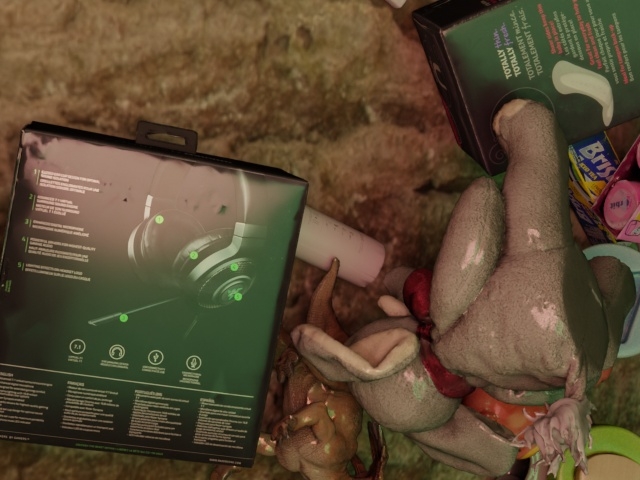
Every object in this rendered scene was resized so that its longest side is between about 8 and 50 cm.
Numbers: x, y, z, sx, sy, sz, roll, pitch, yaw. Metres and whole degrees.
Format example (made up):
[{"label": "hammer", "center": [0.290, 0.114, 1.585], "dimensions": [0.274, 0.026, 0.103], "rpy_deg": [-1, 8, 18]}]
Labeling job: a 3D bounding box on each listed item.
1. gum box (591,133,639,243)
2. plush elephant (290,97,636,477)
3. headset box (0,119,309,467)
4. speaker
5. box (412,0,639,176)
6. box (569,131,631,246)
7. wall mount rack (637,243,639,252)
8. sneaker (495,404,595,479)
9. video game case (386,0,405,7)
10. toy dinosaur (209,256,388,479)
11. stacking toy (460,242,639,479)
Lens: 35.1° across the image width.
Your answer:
[{"label": "gum box", "center": [0.400, -0.083, 1.112], "dimensions": [0.107, 0.062, 0.188], "rpy_deg": [11, 122, -28]}, {"label": "plush elephant", "center": [0.134, 0.086, 0.956], "dimensions": [0.272, 0.255, 0.330], "rpy_deg": [52, 39, -35]}, {"label": "headset box", "center": [-0.161, 0.037, 0.903], "dimensions": [0.246, 0.131, 0.283], "rpy_deg": [9, 97, -15]}, {"label": "speaker", "center": [0.000, 0.000, 1.042], "dimensions": [0.136, 0.055, 0.055], "rpy_deg": [25, 89, -28]}, {"label": "box", "center": [0.254, -0.202, 1.033], "dimensions": [0.270, 0.143, 0.165], "rpy_deg": [-22, 111, 1]}, {"label": "box", "center": [0.320, -0.068, 1.185], "dimensions": [0.059, 0.054, 0.169], "rpy_deg": [-41, 116, -14]}, {"label": "wall mount rack", "center": [0.553, 0.016, 1.285], "dimensions": [0.350, 0.130, 0.304], "rpy_deg": [31, 51, -29]}, {"label": "sneaker", "center": [0.267, 0.321, 1.228], "dimensions": [0.121, 0.099, 0.262], "rpy_deg": [-10, 97, -16]}, {"label": "video game case", "center": [0.063, -0.340, 1.022], "dimensions": [0.157, 0.019, 0.143], "rpy_deg": [35, 84, -28]}, {"label": "toy dinosaur", "center": [0.010, 0.173, 1.054], "dimensions": [0.200, 0.127, 0.295], "rpy_deg": [12, 79, -38]}, {"label": "stacking toy", "center": [0.317, 0.172, 1.127], "dimensions": [0.279, 0.130, 0.309], "rpy_deg": [43, 77, 5]}]
